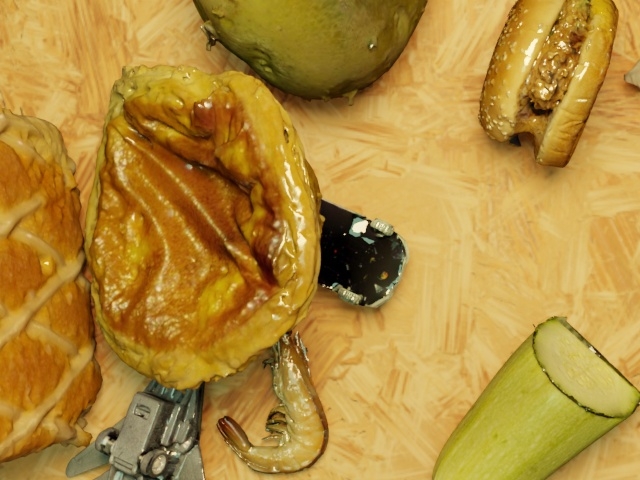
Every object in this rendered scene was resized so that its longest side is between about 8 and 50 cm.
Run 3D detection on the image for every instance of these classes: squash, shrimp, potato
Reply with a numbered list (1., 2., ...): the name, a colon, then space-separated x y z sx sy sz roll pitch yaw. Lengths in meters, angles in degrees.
1. squash: 0.187 0.211 1.049 0.287 0.137 0.137 -43 84 5
2. shrimp: -0.061 0.173 1.124 0.124 0.034 0.178 -18 90 12
3. potato: 0.007 -0.330 1.031 0.269 0.219 0.359 28 81 -38

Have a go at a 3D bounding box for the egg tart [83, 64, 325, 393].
1. egg tart: -0.114 -0.012 1.040 0.351 0.153 0.340 2 86 44

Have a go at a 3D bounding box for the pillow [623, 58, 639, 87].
1. pillow: 0.479 -0.164 1.060 0.270 0.067 0.173 35 86 7

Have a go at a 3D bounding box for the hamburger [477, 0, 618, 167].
1. hamburger: 0.228 -0.169 1.024 0.117 0.191 0.182 14 108 6

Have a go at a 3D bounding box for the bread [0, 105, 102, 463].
1. bread: -0.419 0.055 0.996 0.279 0.390 0.371 -7 88 16

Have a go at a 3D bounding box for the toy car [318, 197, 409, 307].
1. toy car: 0.000 0.000 1.108 0.204 0.056 0.095 25 91 23

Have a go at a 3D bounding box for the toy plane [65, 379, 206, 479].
1. toy plane: -0.172 0.183 1.104 0.212 0.088 0.267 17 87 30
